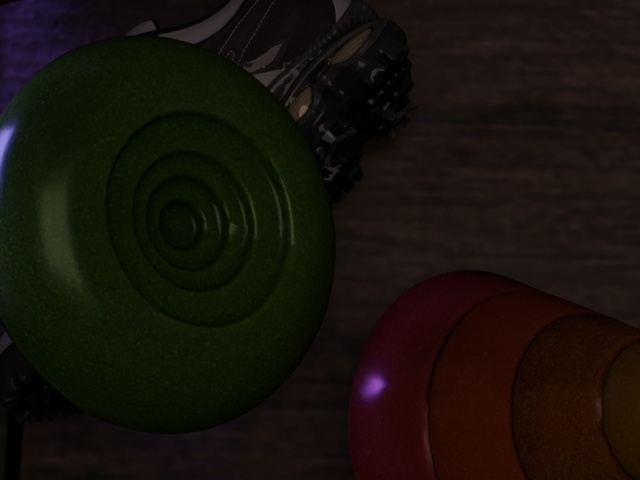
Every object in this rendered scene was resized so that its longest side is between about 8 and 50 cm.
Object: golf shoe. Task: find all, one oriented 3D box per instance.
[{"bbox_3d":[-0.057,-0.021,0.707,0.094,0.077,0.198,39,69,16],"label":"golf shoe"}]

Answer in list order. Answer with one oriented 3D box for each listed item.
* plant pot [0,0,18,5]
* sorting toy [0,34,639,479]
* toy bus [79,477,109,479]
[{"bbox_3d":[-0.115,-0.231,0.663,0.272,0.272,0.265,-17,85,-9],"label":"plant pot"},{"bbox_3d":[0.000,0.000,0.592,0.365,0.126,0.127,33,62,-27],"label":"sorting toy"},{"bbox_3d":[-0.122,0.175,0.628,0.191,0.104,0.202,-16,49,-41],"label":"toy bus"}]
